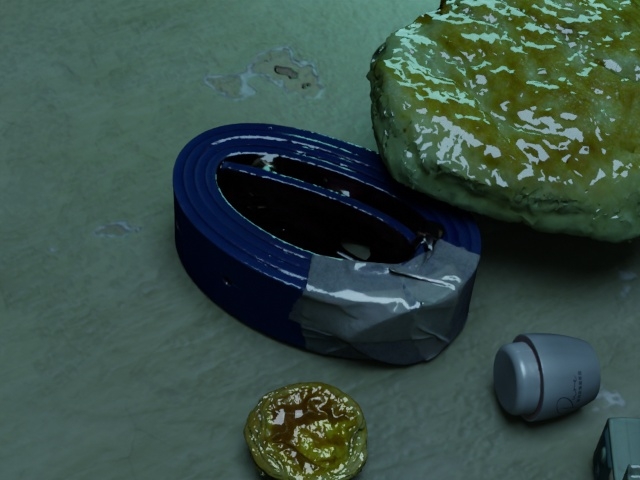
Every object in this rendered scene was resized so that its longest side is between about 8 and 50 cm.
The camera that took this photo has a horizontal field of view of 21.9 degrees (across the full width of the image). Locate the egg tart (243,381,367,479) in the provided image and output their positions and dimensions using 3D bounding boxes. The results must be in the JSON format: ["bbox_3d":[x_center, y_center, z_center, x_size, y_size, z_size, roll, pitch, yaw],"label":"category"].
[{"bbox_3d":[-0.015,0.203,1.675,0.130,0.052,0.130,3,53,-4],"label":"egg tart"}]

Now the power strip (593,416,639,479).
[{"bbox_3d":[0.308,0.267,1.592,0.061,0.145,0.215,0,54,-2],"label":"power strip"}]

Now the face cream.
[{"bbox_3d":[0.234,0.140,1.715,0.095,0.091,0.091,-5,54,-17],"label":"face cream"}]

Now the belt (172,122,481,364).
[{"bbox_3d":[0.000,0.000,1.786,0.347,0.117,0.212,22,53,13],"label":"belt"}]

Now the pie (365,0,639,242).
[{"bbox_3d":[0.253,-0.152,1.846,0.395,0.180,0.418,19,43,6],"label":"pie"}]
